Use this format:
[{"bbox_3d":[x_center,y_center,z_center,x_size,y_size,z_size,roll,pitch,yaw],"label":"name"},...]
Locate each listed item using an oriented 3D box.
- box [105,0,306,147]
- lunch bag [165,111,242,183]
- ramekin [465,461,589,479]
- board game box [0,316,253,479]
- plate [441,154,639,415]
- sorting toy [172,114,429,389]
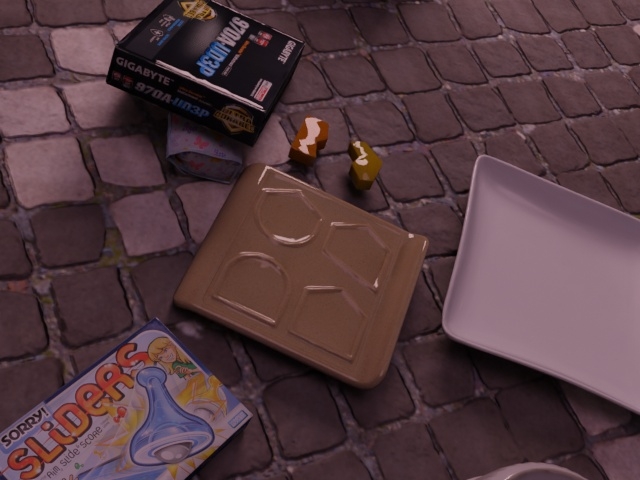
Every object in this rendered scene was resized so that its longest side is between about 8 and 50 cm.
[{"bbox_3d":[-0.124,-0.208,0.996,0.175,0.051,0.220,24,34,-3],"label":"box"},{"bbox_3d":[-0.133,-0.110,0.964,0.083,0.053,0.071,13,53,-25],"label":"lunch bag"},{"bbox_3d":[0.193,0.300,0.769,0.207,0.109,0.207,10,55,-14],"label":"ramekin"},{"bbox_3d":[-0.177,0.176,0.763,0.136,0.035,0.201,43,54,11],"label":"board game box"},{"bbox_3d":[0.282,0.054,1.009,0.278,0.045,0.277,22,53,-5],"label":"plate"},{"bbox_3d":[0.000,0.000,0.951,0.229,0.041,0.307,23,52,1],"label":"sorting toy"}]
